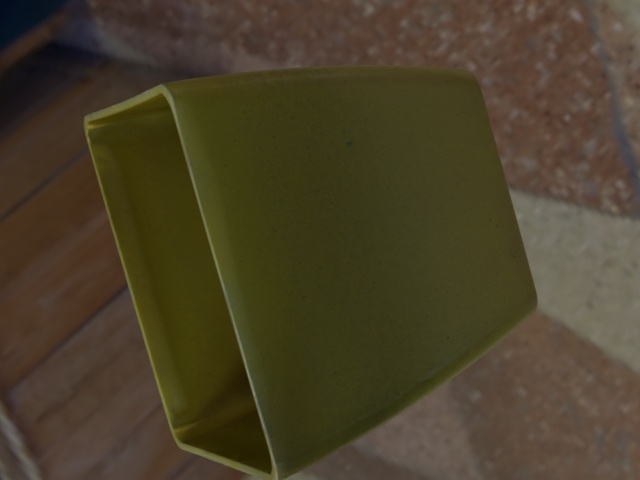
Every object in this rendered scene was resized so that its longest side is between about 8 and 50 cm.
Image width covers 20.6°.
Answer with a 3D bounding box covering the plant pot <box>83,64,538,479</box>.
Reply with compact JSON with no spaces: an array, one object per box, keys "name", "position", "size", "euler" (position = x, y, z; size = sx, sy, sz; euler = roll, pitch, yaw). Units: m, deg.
[{"name":"plant pot","position":[0.000,0.000,1.012],"size":[0.212,0.187,0.212],"euler":[177,77,-71]}]
